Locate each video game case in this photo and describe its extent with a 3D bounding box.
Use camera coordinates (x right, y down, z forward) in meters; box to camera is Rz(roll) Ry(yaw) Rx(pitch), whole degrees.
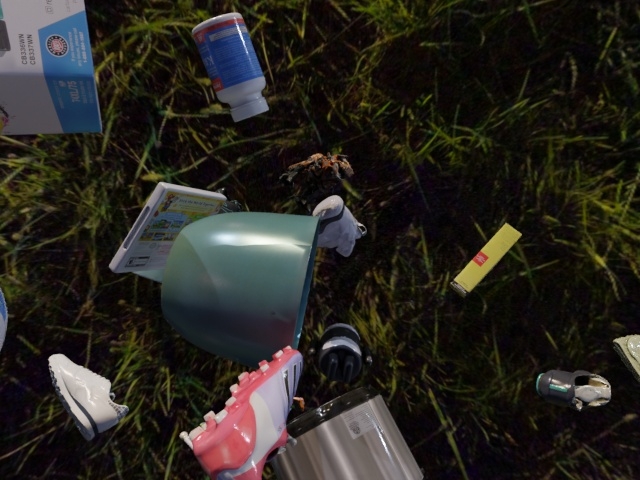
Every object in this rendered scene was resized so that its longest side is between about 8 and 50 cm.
[{"bbox_3d":[-0.319,-0.023,0.969,0.026,0.227,0.206,38,101,15],"label":"video game case"}]

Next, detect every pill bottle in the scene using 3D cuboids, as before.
[{"bbox_3d":[-0.203,-0.401,1.058,0.124,0.124,0.221,-23,108,-7],"label":"pill bottle"}]

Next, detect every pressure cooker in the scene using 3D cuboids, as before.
[{"bbox_3d":[0.084,0.659,1.212,0.370,0.375,0.420,-30,67,0],"label":"pressure cooker"}]

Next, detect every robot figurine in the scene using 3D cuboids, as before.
[{"bbox_3d":[0.078,0.450,1.787,0.174,0.278,0.209,-41,103,14],"label":"robot figurine"}]

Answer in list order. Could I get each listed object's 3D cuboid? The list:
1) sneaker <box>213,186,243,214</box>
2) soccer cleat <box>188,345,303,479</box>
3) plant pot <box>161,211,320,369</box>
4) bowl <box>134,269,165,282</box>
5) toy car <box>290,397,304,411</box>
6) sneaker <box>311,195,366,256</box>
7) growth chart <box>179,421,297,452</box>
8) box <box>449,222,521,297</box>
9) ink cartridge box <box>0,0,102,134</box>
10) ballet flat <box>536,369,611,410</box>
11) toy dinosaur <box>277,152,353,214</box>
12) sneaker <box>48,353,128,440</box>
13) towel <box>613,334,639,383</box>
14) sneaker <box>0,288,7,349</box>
[{"bbox_3d":[-0.350,-0.093,1.788,0.106,0.101,0.267,-40,86,7],"label":"sneaker"},{"bbox_3d":[-0.069,0.211,0.551,0.083,0.248,0.095,-34,88,15],"label":"soccer cleat"},{"bbox_3d":[-0.141,0.078,0.816,0.235,0.293,0.292,11,88,2],"label":"plant pot"},{"bbox_3d":[-0.549,0.038,1.606,0.312,0.311,0.163,20,92,-7],"label":"bowl"},{"bbox_3d":[-0.103,0.603,1.656,0.060,0.122,0.040,56,41,-6],"label":"toy car"},{"bbox_3d":[0.000,0.000,1.749,0.366,0.137,0.210,-38,117,25],"label":"sneaker"},{"bbox_3d":[-0.167,0.406,0.922,0.172,0.237,0.021,17,95,37],"label":"growth chart"},{"bbox_3d":[0.471,0.060,1.286,0.058,0.087,0.232,43,92,18],"label":"box"},{"bbox_3d":[-0.479,-0.278,0.643,0.270,0.197,0.198,-9,83,-24],"label":"ink cartridge box"},{"bbox_3d":[0.452,0.260,0.771,0.203,0.074,0.074,16,87,-36],"label":"ballet flat"},{"bbox_3d":[-0.017,-0.221,1.535,0.218,0.322,0.164,-45,101,-14],"label":"toy dinosaur"},{"bbox_3d":[-0.528,0.334,1.004,0.235,0.090,0.095,38,46,26],"label":"sneaker"},{"bbox_3d":[0.419,0.157,0.528,0.148,0.027,0.110,2,51,-31],"label":"towel"},{"bbox_3d":[-0.284,-0.006,0.335,0.091,0.126,0.240,-36,82,-5],"label":"sneaker"}]
